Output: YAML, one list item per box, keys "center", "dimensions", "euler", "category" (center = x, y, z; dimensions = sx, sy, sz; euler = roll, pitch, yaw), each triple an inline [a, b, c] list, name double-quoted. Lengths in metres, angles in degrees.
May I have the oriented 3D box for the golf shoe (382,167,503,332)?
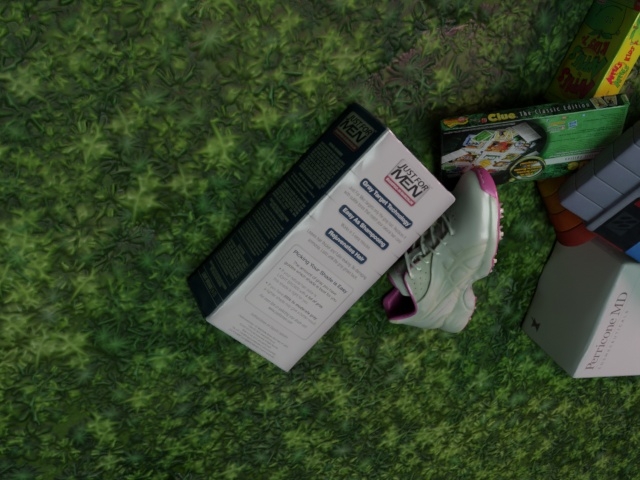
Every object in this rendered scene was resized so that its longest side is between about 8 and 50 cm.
- center: [0.179, 0.026, 1.231]
  dimensions: [0.140, 0.115, 0.306]
  euler: [-1, 130, -14]
  category: "golf shoe"

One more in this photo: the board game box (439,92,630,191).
- center: [0.300, -0.137, 1.182]
  dimensions: [0.259, 0.030, 0.136]
  euler: [-7, 140, 1]
  category: "board game box"

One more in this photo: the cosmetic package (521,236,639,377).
- center: [0.613, 0.105, 1.475]
  dimensions: [0.453, 0.161, 0.230]
  euler: [2, 118, -26]
  category: "cosmetic package"

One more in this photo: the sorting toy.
- center: [0.472, -0.161, 1.295]
  dimensions: [0.126, 0.127, 0.365]
  euler: [40, 100, -15]
  category: "sorting toy"

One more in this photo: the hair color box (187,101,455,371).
- center: [0.000, 0.000, 1.144]
  dimensions: [0.347, 0.105, 0.174]
  euler: [-46, 128, 6]
  category: "hair color box"

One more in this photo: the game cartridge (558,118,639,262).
- center: [0.553, -0.036, 1.194]
  dimensions: [0.355, 0.068, 0.230]
  euler: [30, 130, -14]
  category: "game cartridge"

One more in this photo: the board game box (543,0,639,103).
- center: [0.406, -0.267, 1.188]
  dimensions: [0.043, 0.092, 0.181]
  euler: [13, 113, -32]
  category: "board game box"
